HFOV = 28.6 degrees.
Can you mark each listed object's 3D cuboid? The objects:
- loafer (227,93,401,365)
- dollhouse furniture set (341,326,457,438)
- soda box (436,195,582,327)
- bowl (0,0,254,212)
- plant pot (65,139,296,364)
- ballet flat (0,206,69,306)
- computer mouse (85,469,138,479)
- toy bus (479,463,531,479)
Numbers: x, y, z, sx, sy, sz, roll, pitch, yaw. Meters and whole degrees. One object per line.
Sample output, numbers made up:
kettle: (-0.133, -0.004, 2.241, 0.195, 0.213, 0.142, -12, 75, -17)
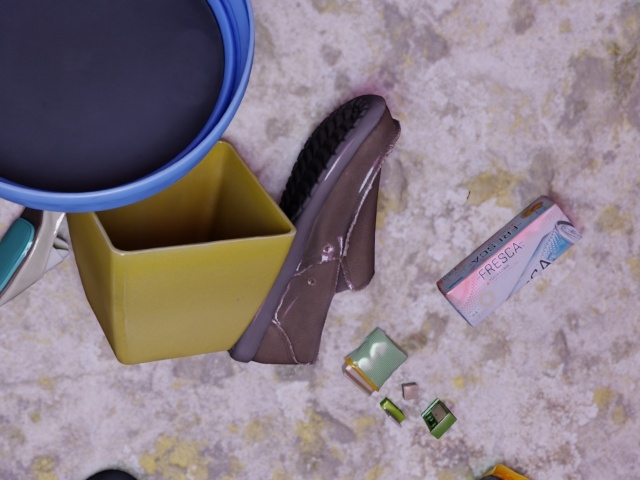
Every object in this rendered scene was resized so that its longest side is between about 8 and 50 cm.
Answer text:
loafer: (0.010, -0.004, 1.519, 0.130, 0.134, 0.366, 22, 108, -17)
dollhouse furniture set: (0.103, 0.191, 1.621, 0.152, 0.058, 0.076, 43, 93, -15)
soda box: (0.239, 0.026, 1.604, 0.183, 0.058, 0.063, -40, 105, 2)
bowl: (-0.268, -0.211, 1.367, 0.391, 0.077, 0.391, 2, 69, -5)
plant pot: (-0.178, 0.022, 1.449, 0.212, 0.212, 0.187, -6, 126, -27)
ballet flat: (-0.323, -0.022, 1.500, 0.086, 0.086, 0.248, 24, 98, -13)
computer mouse: (-0.288, 0.424, 1.579, 0.189, 0.072, 0.272, 16, 96, 19)
toy bus: (0.209, 0.437, 1.649, 0.149, 0.220, 0.211, 37, 128, -15)
